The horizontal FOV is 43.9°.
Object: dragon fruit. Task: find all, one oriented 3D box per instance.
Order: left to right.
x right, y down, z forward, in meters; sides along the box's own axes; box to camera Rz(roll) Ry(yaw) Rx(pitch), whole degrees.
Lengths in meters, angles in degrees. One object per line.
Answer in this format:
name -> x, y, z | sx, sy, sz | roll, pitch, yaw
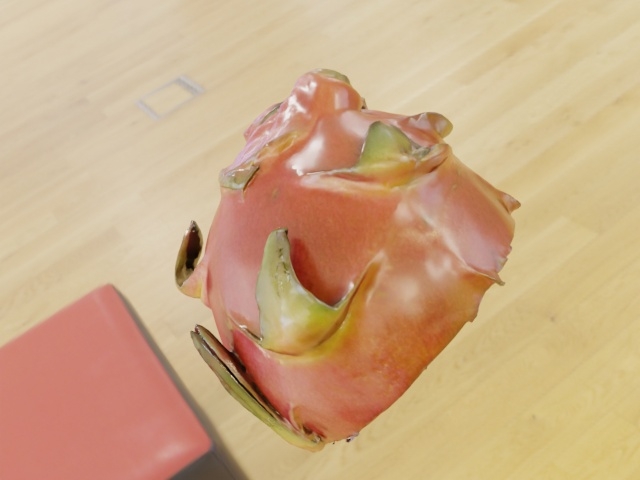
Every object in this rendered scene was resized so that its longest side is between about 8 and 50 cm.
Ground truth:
dragon fruit -> 0.000, 0.000, 0.686 | 0.305, 0.226, 0.305 | -46, 8, 8
